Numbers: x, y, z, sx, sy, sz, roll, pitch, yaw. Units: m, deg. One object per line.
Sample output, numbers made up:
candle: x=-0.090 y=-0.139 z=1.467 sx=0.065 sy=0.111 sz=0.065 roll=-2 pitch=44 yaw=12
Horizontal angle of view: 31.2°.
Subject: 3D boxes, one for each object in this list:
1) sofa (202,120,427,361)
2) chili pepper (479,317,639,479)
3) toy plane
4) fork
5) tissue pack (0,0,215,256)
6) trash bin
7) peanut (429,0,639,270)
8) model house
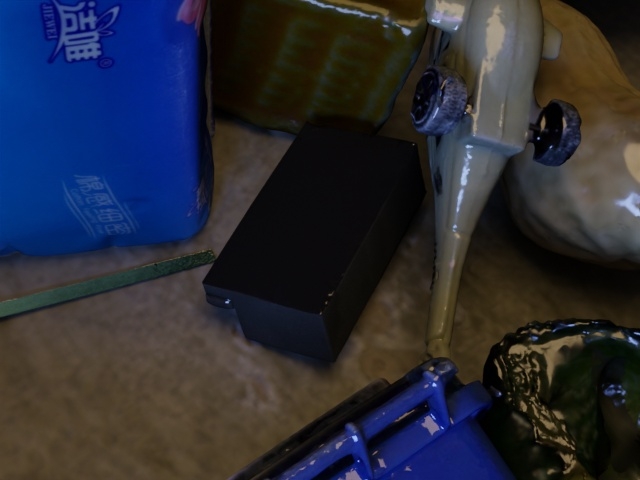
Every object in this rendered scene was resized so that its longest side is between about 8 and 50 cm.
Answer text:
sofa: x=0.000 y=0.000 z=0.706 sx=0.085 sy=0.060 sz=0.147 roll=14 pitch=54 yaw=23
chili pepper: x=0.197 y=0.142 z=0.588 sx=0.264 sy=0.148 sz=0.116 roll=41 pitch=43 yaw=23
toy plane: x=0.080 y=-0.031 z=0.654 sx=0.092 sy=0.108 sz=0.286 roll=11 pitch=79 yaw=-20
fork: x=-0.175 y=0.033 z=0.678 sx=0.235 sy=0.021 sz=0.039 roll=-17 pitch=63 yaw=-16
tissue pack: x=-0.155 y=-0.104 z=0.622 sx=0.209 sy=0.269 sz=0.137 roll=-4 pitch=56 yaw=-10
trash bin: x=0.057 y=0.188 z=0.514 sx=0.163 sy=0.184 sz=0.234 roll=-30 pitch=70 yaw=-22
peanut: x=0.150 y=-0.074 z=0.732 sx=0.124 sy=0.123 sz=0.256 roll=-20 pitch=51 yaw=-19
model house: x=-0.016 y=-0.195 z=0.728 sx=0.173 sy=0.268 sz=0.239 roll=-21 pitch=65 yaw=-32
